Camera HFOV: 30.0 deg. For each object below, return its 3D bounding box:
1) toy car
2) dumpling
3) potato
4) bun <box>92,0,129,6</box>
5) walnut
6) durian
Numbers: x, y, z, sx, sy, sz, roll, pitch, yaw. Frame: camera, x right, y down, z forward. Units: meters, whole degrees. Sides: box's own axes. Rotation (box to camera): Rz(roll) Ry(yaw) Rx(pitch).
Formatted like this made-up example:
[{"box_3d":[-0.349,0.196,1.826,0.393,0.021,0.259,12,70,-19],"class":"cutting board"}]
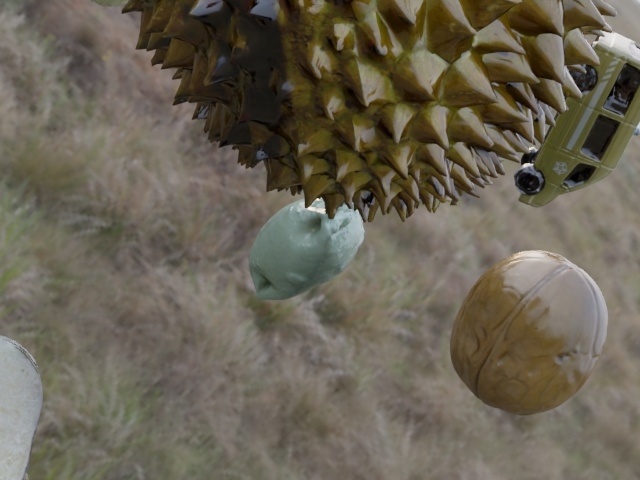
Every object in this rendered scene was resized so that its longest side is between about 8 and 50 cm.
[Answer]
[{"box_3d":[0.360,-0.150,1.610,0.124,0.257,0.101,26,27,6],"class":"toy car"},{"box_3d":[-0.001,0.009,1.492,0.149,0.217,0.105,9,52,-33],"class":"dumpling"},{"box_3d":[-0.710,0.387,2.323,0.289,0.397,0.296,7,-11,-18],"class":"potato"},{"box_3d":[-0.318,-0.443,1.767,0.164,0.111,0.188,-49,133,-41],"class":"bun"},{"box_3d":[0.239,0.108,1.375,0.167,0.207,0.167,17,29,-10],"class":"walnut"},{"box_3d":[0.019,-0.191,0.748,0.384,0.347,0.348,47,15,-31],"class":"durian"}]
